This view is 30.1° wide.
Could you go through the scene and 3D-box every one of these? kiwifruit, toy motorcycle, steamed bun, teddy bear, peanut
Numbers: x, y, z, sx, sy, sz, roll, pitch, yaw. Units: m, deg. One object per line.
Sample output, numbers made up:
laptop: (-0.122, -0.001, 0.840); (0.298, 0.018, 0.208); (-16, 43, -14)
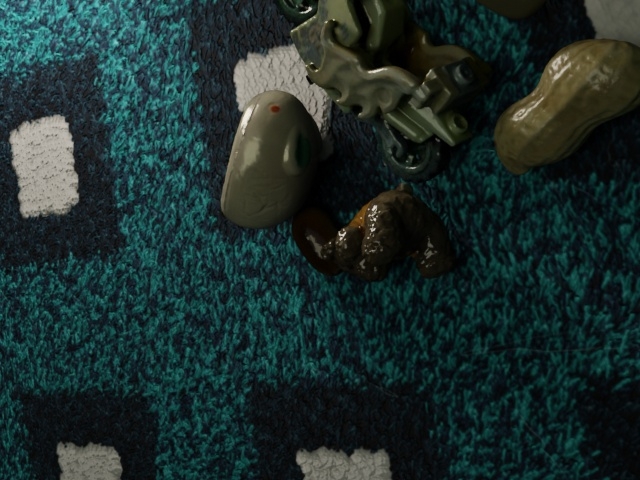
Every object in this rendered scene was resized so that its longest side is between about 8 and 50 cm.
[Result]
kiwifruit: (0.000, 0.000, 1.908); (0.075, 0.075, 0.124); (-46, 64, 34)
toy motorcycle: (0.084, -0.287, 1.730); (0.410, 0.168, 0.237); (57, 140, 6)
steamed bun: (-0.071, -0.123, 1.888); (0.130, 0.177, 0.228); (18, 112, 6)
teddy bear: (0.092, -0.001, 1.777); (0.190, 0.177, 0.140); (-30, 60, 48)
peanut: (0.328, -0.183, 1.583); (0.256, 0.123, 0.124); (-37, 73, 41)

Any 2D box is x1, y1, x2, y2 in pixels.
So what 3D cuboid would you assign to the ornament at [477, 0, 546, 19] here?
ornament: (0.296, -0.377, 1.551); (0.230, 0.245, 0.061); (-47, 24, 47)
